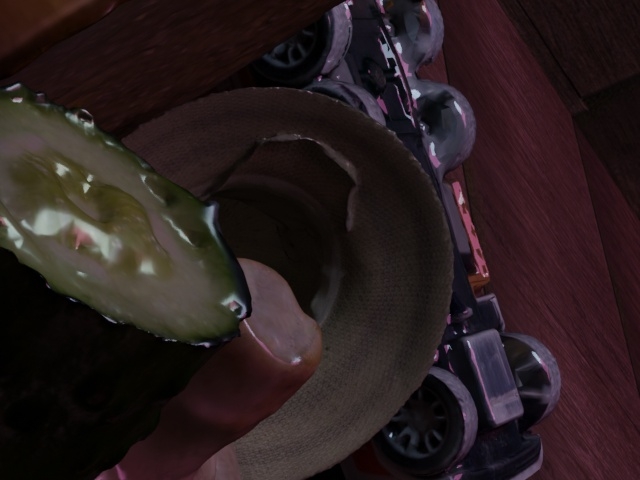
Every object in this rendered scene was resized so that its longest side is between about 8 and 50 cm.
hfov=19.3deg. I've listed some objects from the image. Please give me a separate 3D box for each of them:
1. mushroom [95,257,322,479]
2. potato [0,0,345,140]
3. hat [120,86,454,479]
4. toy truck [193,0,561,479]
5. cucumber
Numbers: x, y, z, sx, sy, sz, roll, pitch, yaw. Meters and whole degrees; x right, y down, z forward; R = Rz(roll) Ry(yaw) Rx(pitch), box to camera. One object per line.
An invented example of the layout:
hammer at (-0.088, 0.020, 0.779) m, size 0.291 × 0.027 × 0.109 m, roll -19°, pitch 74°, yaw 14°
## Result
mushroom at (-0.098, 0.088, 0.900) m, size 0.206 × 0.209 × 0.206 m, roll 51°, pitch -5°, yaw 6°
potato at (-0.136, -0.217, 0.886) m, size 0.319 × 0.385 × 0.442 m, roll 55°, pitch 27°, yaw -1°
hat at (-0.054, 0.017, 1.119) m, size 0.252 × 0.252 × 0.110 m, roll 56°, pitch -3°, yaw -26°
toy truck at (0.000, 0.000, 1.258) m, size 0.173 × 0.207 × 0.387 m, roll -9°, pitch 80°, yaw -61°
cucumber at (-0.146, 0.067, 0.708) m, size 0.134 × 0.244 × 0.134 m, roll 36°, pitch 22°, yaw -17°
